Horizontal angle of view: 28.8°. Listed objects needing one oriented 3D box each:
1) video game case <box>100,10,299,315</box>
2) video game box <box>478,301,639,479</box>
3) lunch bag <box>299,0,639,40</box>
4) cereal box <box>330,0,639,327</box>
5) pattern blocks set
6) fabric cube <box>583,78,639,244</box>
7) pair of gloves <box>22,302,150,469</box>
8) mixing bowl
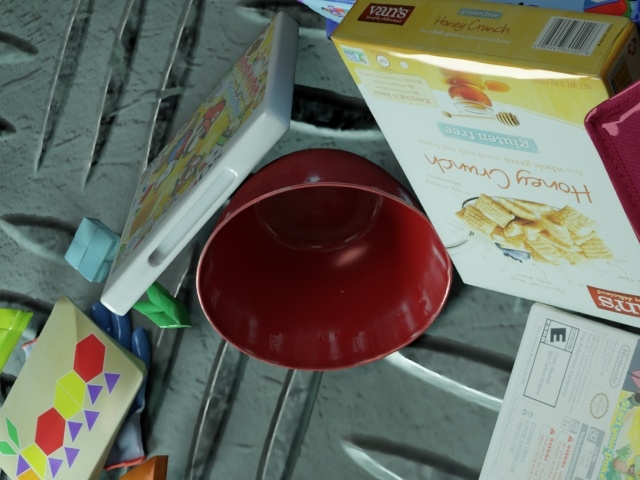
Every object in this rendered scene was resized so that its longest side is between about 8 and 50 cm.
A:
[{"bbox_3d":[-0.092,-0.069,0.999,0.206,0.026,0.227,-47,18,22],"label":"video game case"},{"bbox_3d":[0.191,0.161,0.784,0.187,0.048,0.205,19,93,42],"label":"video game box"},{"bbox_3d":[0.122,-0.149,0.796,0.293,0.221,0.138,-1,79,39],"label":"lunch bag"},{"bbox_3d":[0.125,-0.040,0.731,0.173,0.240,0.047,15,61,38],"label":"cereal box"},{"bbox_3d":[-0.229,0.157,1.115,0.285,0.026,0.325,47,110,33],"label":"pattern blocks set"},{"bbox_3d":[0.327,0.004,0.570,0.259,0.258,0.254,-34,60,29],"label":"fabric cube"},{"bbox_3d":[-0.227,0.148,1.147,0.198,0.023,0.159,-23,66,33],"label":"pair of gloves"},{"bbox_3d":[0.000,0.000,0.916,0.181,0.181,0.098,-40,32,26],"label":"mixing bowl"}]
